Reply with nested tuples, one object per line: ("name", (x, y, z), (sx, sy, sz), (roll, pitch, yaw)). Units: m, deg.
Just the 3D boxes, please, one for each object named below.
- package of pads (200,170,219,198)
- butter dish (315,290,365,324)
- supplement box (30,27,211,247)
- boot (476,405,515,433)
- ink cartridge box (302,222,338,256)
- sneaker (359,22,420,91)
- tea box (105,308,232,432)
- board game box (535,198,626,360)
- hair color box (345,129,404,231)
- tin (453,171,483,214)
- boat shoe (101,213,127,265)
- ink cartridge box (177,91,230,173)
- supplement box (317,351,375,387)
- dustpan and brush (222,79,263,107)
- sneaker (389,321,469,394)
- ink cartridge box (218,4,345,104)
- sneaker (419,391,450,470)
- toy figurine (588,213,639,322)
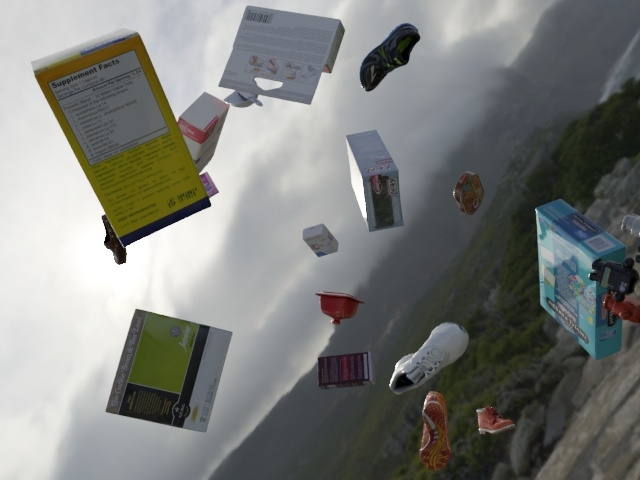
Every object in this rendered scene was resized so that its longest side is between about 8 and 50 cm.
("package of pads", (-0.366, -0.177, 2.033), (0.050, 0.083, 0.032), (-31, -6, 4))
("butter dish", (0.068, 0.265, 2.424), (0.160, 0.160, 0.118), (29, -112, -58))
("supplement box", (-0.385, -0.204, 1.227), (0.194, 0.195, 0.357), (-27, -61, -15))
("boot", (0.540, 0.556, 1.957), (0.059, 0.085, 0.158), (-2, -14, -25))
("ink cartridge box", (0.000, 0.000, 2.354), (0.088, 0.122, 0.052), (-17, 44, 25))
("sneaker", (0.164, -0.436, 1.507), (0.067, 0.078, 0.188), (33, -73, -37))
("tea box", (-0.493, 0.417, 2.055), (0.220, 0.323, 0.329), (157, 129, -73))
("board game box", (0.663, 0.098, 1.617), (0.079, 0.254, 0.336), (-20, -56, -6))
("hair color box", (0.166, -0.198, 1.991), (0.374, 0.113, 0.185), (-102, 2, -62))
("tin", (0.500, -0.159, 2.119), (0.106, 0.040, 0.190), (-52, -35, -7))
("boat shoe", (-0.708, -0.004, 2.146), (0.073, 0.073, 0.207), (-24, -55, -40))
("ink cartridge box", (-0.356, -0.295, 1.820), (0.159, 0.092, 0.218), (-61, -1, -44))
("supplement box", (0.111, 0.559, 2.701), (0.073, 0.239, 0.130), (59, -153, -58))
("dustpan and brush", (-0.275, -0.549, 2.413), (0.147, 0.211, 0.060), (-40, -32, -10))
("sneaker", (0.311, 0.349, 1.798), (0.297, 0.111, 0.129), (-51, -8, 31))
("ink cartridge box", (-0.109, -0.510, 1.761), (0.066, 0.296, 0.261), (39, -112, -70))
("sneaker", (0.239, 0.392, 1.287), (0.067, 0.064, 0.175), (-46, -40, -64))
("toy figurine", (0.688, 0.067, 1.310), (0.209, 0.148, 0.213), (-51, -49, -10))
